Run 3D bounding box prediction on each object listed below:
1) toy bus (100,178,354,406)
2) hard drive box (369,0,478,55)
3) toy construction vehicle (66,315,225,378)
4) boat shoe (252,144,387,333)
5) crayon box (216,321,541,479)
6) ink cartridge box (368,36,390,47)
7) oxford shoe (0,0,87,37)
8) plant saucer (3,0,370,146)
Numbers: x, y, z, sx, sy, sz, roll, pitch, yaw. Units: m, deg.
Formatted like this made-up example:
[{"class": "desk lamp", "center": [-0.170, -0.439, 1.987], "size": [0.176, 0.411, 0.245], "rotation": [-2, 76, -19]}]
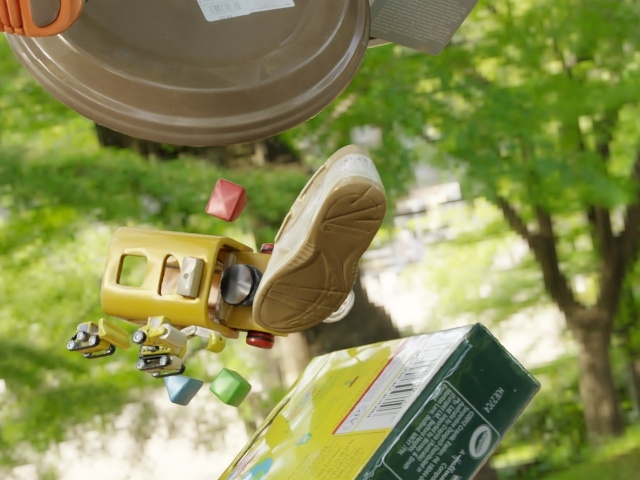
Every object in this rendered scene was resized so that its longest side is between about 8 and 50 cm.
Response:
[{"class": "toy bus", "center": [-0.106, 0.042, 1.466], "size": [0.202, 0.191, 0.104], "rotation": [-41, -24, 11]}, {"class": "hard drive box", "center": [0.103, -0.298, 1.263], "size": [0.089, 0.181, 0.232], "rotation": [14, -44, -25]}, {"class": "toy construction vehicle", "center": [-0.137, 0.077, 1.237], "size": [0.098, 0.035, 0.086], "rotation": [-13, -29, 34]}, {"class": "boat shoe", "center": [0.000, 0.000, 1.124], "size": [0.063, 0.059, 0.170], "rotation": [18, -48, -19]}, {"class": "crayon box", "center": [0.024, 0.177, 1.290], "size": [0.202, 0.081, 0.318], "rotation": [-50, 13, -21]}, {"class": "ink cartridge box", "center": [-0.104, -0.277, 1.601], "size": [0.304, 0.072, 0.307], "rotation": [-15, 45, -14]}, {"class": "oxford shoe", "center": [-0.246, -0.255, 1.006], "size": [0.133, 0.130, 0.364], "rotation": [-32, 57, -32]}, {"class": "plant saucer", "center": [-0.096, -0.188, 1.141], "size": [0.278, 0.278, 0.041], "rotation": [-12, -32, -20]}]
